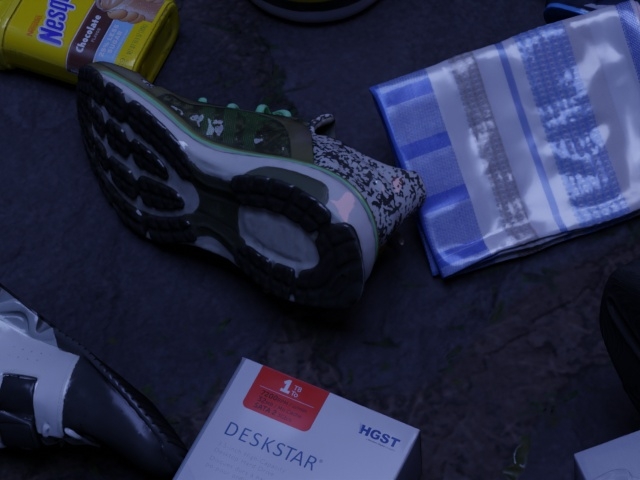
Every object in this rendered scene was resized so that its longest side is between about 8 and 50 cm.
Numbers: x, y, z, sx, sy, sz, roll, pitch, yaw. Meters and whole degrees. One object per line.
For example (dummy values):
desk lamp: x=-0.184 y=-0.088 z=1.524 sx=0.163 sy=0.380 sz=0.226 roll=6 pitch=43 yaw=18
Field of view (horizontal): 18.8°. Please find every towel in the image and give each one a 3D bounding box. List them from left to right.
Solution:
towel: x=0.212 y=-0.098 z=1.862 sx=0.285 sy=0.034 sz=0.209 roll=-18 pitch=87 yaw=-5

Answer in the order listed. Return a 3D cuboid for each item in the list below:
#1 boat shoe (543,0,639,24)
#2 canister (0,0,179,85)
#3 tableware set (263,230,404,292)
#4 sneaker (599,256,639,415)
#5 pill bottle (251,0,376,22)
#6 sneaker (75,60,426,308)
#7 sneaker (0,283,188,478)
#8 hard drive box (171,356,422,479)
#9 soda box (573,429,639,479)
boat shoe: x=0.356 y=-0.220 z=1.949 sx=0.258 sy=0.109 sz=0.089 roll=16 pitch=77 yaw=-1
canister: x=-0.247 y=-0.219 z=2.013 sx=0.170 sy=0.073 sz=0.126 roll=18 pitch=61 yaw=14
tableware set: x=0.000 y=0.000 z=1.879 sx=0.154 sy=0.024 sz=0.104 roll=-20 pitch=49 yaw=-6
sneaker: x=0.460 y=0.137 z=1.618 sx=0.257 sy=0.169 sz=0.447 roll=-35 pitch=67 yaw=-30
pill bottle: x=-0.015 y=-0.389 z=1.945 sx=0.188 sy=0.334 sz=0.188 roll=-2 pitch=58 yaw=4
sneaker: x=-0.069 y=-0.074 z=1.875 sx=0.410 sy=0.158 sz=0.182 roll=30 pitch=41 yaw=30
sneaker: x=-0.265 y=0.147 z=1.764 sx=0.330 sy=0.122 sz=0.146 roll=33 pitch=79 yaw=26
hard drive box: x=-0.040 y=0.245 z=1.685 sx=0.181 sy=0.089 sz=0.232 roll=20 pitch=61 yaw=16
soda box: x=0.298 y=0.292 z=1.540 sx=0.091 sy=0.098 sz=0.286 roll=-19 pitch=57 yaw=-6
